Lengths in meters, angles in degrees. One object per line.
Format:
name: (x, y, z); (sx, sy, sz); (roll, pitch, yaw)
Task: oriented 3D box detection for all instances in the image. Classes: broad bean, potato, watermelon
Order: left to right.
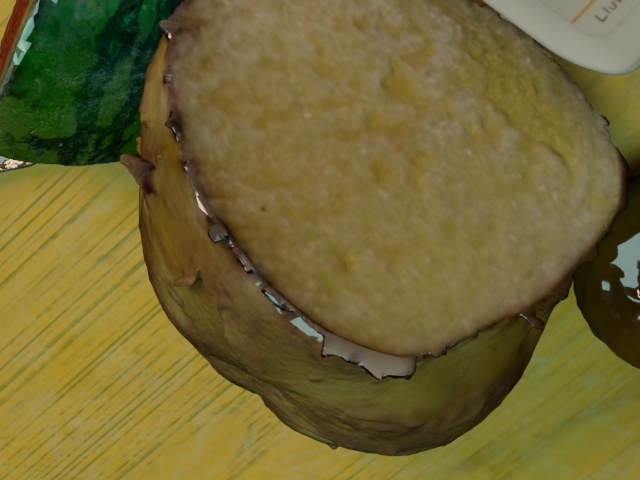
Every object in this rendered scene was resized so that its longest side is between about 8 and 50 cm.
watermelon: (-0.106, -0.144, 1.035); (0.146, 0.128, 0.231); (20, 110, -18)
potato: (0.000, 0.000, 1.039); (0.288, 0.301, 0.237); (62, 145, 10)
broad bean: (0.274, 0.011, 1.074); (0.229, 0.122, 0.156); (-10, 117, 6)

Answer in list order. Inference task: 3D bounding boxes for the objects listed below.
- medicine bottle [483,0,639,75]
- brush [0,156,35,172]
medicine bottle: (0.093, -0.249, 0.964); (0.324, 0.124, 0.179); (36, 107, -10)
brush: (-0.191, -0.072, 1.124); (0.248, 0.036, 0.043); (-13, 118, 3)
